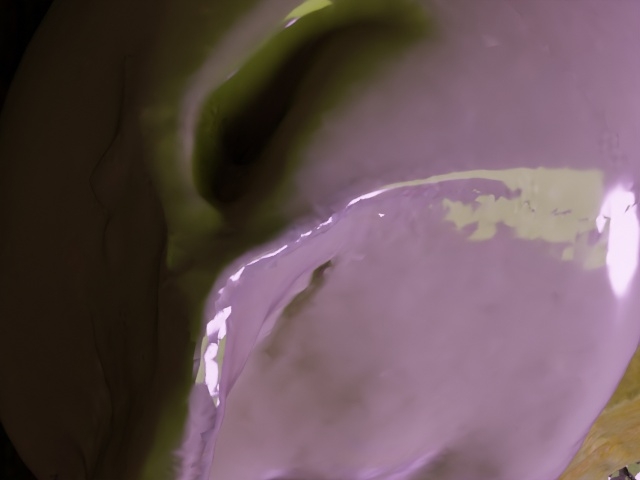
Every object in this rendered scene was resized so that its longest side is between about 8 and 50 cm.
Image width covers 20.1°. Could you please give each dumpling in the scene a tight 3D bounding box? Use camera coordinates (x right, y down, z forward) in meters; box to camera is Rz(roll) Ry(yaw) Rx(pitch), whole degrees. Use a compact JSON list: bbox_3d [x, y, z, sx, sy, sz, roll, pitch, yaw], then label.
[{"bbox_3d":[0.000,0.000,0.666,0.315,0.233,0.395,-55,177,41],"label":"dumpling"}]

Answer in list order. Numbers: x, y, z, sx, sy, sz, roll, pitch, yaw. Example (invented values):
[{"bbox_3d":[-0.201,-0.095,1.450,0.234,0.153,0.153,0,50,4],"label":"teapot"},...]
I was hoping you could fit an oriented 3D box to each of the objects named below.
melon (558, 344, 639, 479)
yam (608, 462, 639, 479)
[{"bbox_3d":[0.107,0.069,0.841,0.323,0.124,0.196,-35,150,-3],"label":"melon"},{"bbox_3d":[0.160,0.094,0.981,0.183,0.107,0.107,-53,144,-14],"label":"yam"}]
